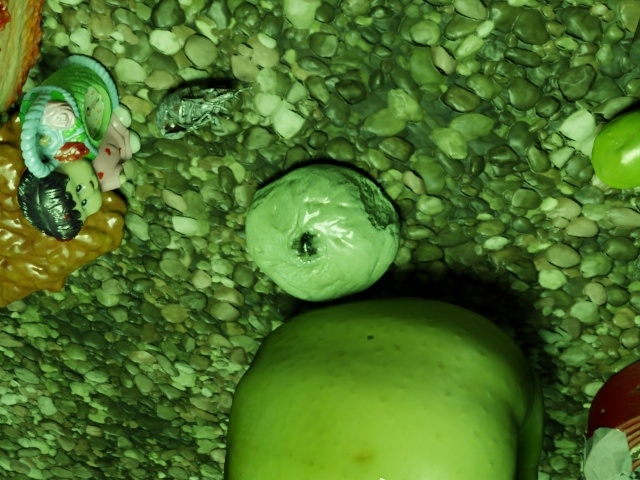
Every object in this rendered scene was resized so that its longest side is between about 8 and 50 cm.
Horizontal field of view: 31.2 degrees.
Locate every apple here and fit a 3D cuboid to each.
[{"bbox_3d":[0.088,0.290,1.578,0.474,0.473,0.473,9,135,9],"label":"apple"}]

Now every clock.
[{"bbox_3d":[-0.331,-0.117,1.499,0.100,0.195,0.194,3,135,20],"label":"clock"}]

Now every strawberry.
[{"bbox_3d":[-0.413,-0.259,1.368,0.138,0.233,0.306,19,129,-4],"label":"strawberry"}]

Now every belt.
[{"bbox_3d":[0.518,0.285,1.667,0.227,0.115,0.324,33,134,-13],"label":"belt"}]

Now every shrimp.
[{"bbox_3d":[-0.153,-0.172,1.486,0.165,0.056,0.065,-6,116,36],"label":"shrimp"}]

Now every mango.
[{"bbox_3d":[0.392,-0.117,1.347,0.091,0.074,0.165,41,131,-19],"label":"mango"}]

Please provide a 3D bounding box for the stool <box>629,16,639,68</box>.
[{"bbox_3d":[0.395,-0.294,1.080,0.272,0.178,0.272,11,145,8],"label":"stool"}]

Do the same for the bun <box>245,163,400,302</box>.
[{"bbox_3d":[-0.002,0.001,1.565,0.221,0.108,0.221,9,135,9],"label":"bun"}]

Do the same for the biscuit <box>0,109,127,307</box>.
[{"bbox_3d":[-0.475,-0.050,1.672,0.318,0.110,0.312,-23,124,35],"label":"biscuit"}]
